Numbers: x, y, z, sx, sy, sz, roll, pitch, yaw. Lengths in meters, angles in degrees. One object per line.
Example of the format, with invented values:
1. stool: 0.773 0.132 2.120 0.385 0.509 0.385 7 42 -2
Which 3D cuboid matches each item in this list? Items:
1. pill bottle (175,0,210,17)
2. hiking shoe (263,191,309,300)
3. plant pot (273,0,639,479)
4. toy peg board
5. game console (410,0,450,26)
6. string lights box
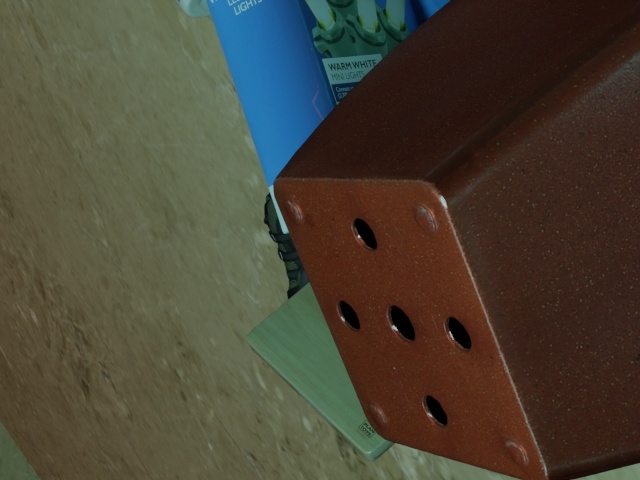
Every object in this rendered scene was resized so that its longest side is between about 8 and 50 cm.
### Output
1. pill bottle: -0.121 -0.253 1.296 0.120 0.067 0.067 52 154 17
2. hiking shoe: 0.000 0.000 1.347 0.114 0.086 0.227 -125 28 -44
3. plant pot: 0.133 -0.005 0.893 0.267 0.235 0.267 6 121 60
4. toy peg board: 0.056 0.094 1.248 0.161 0.160 0.079 40 164 36
5. game console: 0.044 -0.150 1.099 0.122 0.107 0.071 47 -178 27
6. string lights box: -0.001 -0.145 1.036 0.076 0.133 0.260 -22 86 38
